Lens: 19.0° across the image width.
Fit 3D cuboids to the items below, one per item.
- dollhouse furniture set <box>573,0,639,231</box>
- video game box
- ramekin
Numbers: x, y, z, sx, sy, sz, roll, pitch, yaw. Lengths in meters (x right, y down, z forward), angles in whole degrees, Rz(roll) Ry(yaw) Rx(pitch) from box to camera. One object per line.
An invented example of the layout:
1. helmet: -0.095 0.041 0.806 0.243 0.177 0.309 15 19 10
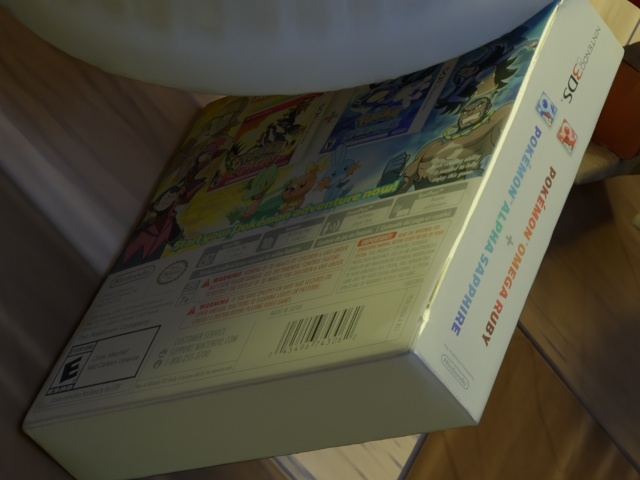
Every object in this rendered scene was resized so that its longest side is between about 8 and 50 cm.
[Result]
1. dollhouse furniture set: 0.169 -0.152 0.928 0.259 0.262 0.135 39 27 23
2. video game box: 0.000 0.000 0.732 0.048 0.205 0.187 46 50 -29
3. ramekin: -0.016 -0.198 0.716 0.135 0.277 0.277 81 26 -51
